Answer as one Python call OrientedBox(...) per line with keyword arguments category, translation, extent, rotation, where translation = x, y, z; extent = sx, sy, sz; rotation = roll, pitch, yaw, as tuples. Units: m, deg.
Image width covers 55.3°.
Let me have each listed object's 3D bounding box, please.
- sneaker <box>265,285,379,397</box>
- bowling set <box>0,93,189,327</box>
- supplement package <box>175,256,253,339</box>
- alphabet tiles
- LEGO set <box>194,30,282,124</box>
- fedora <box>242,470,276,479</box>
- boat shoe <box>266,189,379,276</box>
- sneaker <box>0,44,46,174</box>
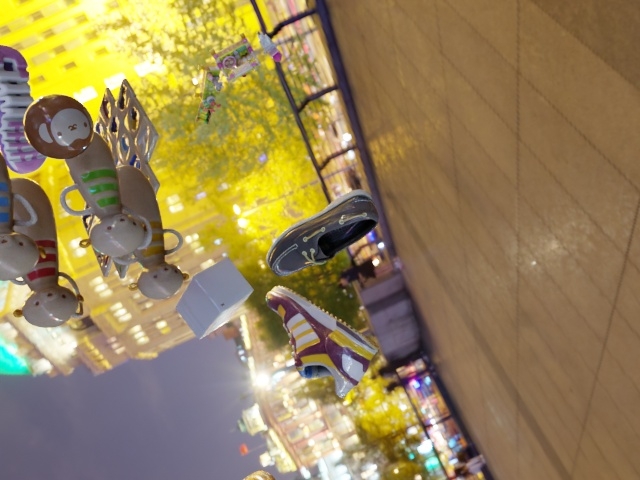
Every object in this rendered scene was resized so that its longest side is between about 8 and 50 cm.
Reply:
OrientedBox(category="sneaker", translation=(-0.018, 0.122, 0.759), extent=(0.185, 0.083, 0.069), rotation=(24, 168, 44))
OrientedBox(category="bowling set", translation=(-0.245, -0.015, 0.538), extent=(0.200, 0.287, 0.154), rotation=(-43, 67, 55))
OrientedBox(category="supplement package", translation=(-0.252, 0.137, 1.434), extent=(0.105, 0.105, 0.179), rotation=(52, 142, 8))
OrientedBox(category="alphabet tiles", translation=(-0.382, -0.109, 1.136), extent=(0.285, 0.011, 0.342), rotation=(55, 130, 33))
OrientedBox(category="LEGO set", translation=(-0.219, -0.378, 1.469), extent=(0.132, 0.287, 0.107), rotation=(24, -150, -52))
OrientedBox(category="fedora", translation=(-0.103, 0.475, 0.975), extent=(0.079, 0.194, 0.194), rotation=(33, -165, -27))
OrientedBox(category="boat shoe", translation=(0.000, 0.000, 1.071), extent=(0.081, 0.228, 0.068), rotation=(39, -158, -42))
OrientedBox(category="sneaker", translation=(-0.584, -0.235, 1.138), extent=(0.095, 0.105, 0.236), rotation=(-16, -87, -59))
